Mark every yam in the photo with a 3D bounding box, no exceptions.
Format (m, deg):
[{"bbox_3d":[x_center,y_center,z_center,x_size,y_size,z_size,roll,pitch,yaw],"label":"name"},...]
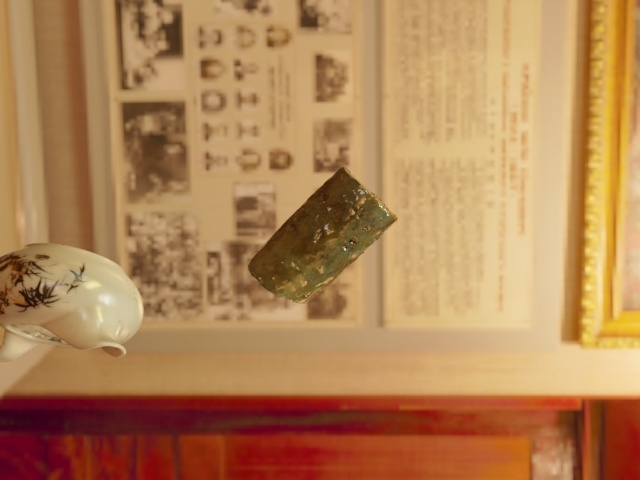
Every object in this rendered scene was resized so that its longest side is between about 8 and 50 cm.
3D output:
[{"bbox_3d":[0.000,0.000,1.622,0.107,0.194,0.107,46,4,-4],"label":"yam"}]

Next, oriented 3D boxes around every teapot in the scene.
[{"bbox_3d":[-0.351,0.094,1.579,0.208,0.299,0.166,11,68,-44],"label":"teapot"}]
